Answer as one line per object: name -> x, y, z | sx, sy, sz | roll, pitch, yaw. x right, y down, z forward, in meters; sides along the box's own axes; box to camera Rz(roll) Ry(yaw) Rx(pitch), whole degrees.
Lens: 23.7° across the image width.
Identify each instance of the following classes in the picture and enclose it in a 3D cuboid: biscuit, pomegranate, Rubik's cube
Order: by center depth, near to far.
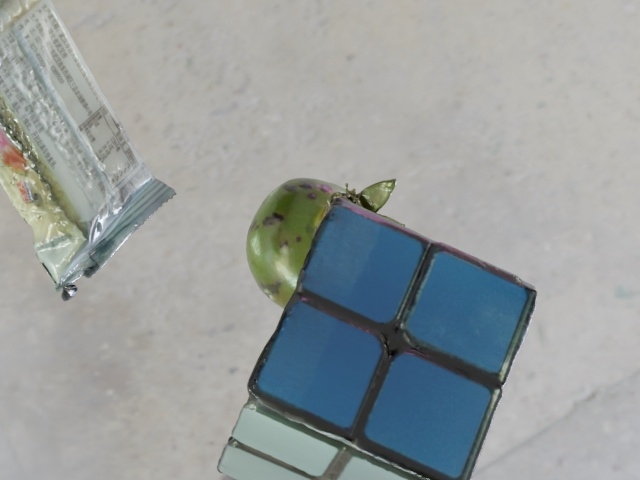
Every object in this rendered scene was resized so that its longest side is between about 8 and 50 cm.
Rubik's cube -> 0.038, 0.103, 1.128 | 0.167, 0.180, 0.183 | 25, 61, 1
biscuit -> -0.273, -0.114, 1.483 | 0.186, 0.079, 0.309 | -53, 124, -40
pomegranate -> 0.013, 0.003, 1.672 | 0.156, 0.220, 0.156 | 11, 74, -45

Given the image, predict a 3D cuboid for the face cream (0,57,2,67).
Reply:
face cream -> -0.269, -0.143, 1.141 | 0.040, 0.083, 0.021 | -4, 114, -30
